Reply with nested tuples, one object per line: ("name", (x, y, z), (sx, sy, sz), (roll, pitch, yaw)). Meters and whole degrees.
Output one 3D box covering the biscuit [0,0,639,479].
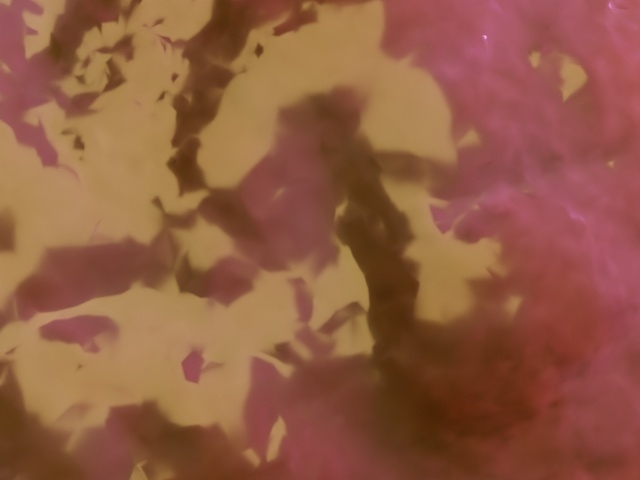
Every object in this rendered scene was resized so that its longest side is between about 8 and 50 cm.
("biscuit", (0.000, 0.000, 0.649), (0.446, 0.104, 0.429), (-21, 95, -5))
